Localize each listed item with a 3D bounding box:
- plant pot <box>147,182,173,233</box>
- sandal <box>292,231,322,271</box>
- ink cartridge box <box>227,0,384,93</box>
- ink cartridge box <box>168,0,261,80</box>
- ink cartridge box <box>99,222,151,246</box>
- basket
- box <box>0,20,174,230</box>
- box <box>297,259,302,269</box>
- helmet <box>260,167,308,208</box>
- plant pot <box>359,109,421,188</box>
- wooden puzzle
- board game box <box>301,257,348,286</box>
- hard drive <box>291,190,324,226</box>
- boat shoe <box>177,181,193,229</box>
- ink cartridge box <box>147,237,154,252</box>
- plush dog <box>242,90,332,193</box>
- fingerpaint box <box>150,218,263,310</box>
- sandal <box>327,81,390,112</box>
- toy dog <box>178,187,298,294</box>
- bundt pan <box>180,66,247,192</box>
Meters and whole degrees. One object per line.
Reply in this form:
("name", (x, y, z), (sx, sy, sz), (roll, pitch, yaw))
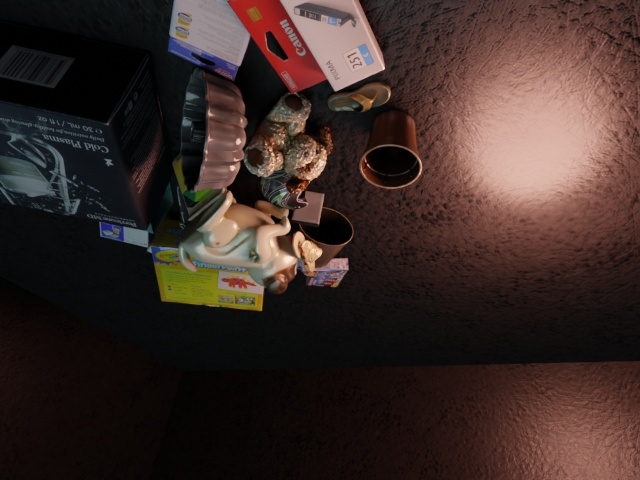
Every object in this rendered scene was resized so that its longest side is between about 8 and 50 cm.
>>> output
("plant pot", (-0.694, -0.164, 1.621), (0.234, 0.166, 0.166), (17, 146, 1))
("sandal", (-0.030, 0.042, 1.567), (0.079, 0.088, 0.240), (3, 152, 15))
("ink cartridge box", (-0.025, -0.468, 1.018), (0.261, 0.066, 0.296), (-17, 146, 22))
("ink cartridge box", (-0.242, -0.540, 1.031), (0.185, 0.065, 0.311), (19, 143, -15))
("ink cartridge box", (-0.822, -0.077, 1.867), (0.206, 0.045, 0.208), (15, 133, -8))
("basket", (0.000, 0.000, 1.691), (0.204, 0.154, 0.227), (20, 150, -1))
("box", (-0.735, -0.312, 1.297), (0.479, 0.298, 0.472), (11, 148, -2))
("box", (-0.087, 0.082, 1.938), (0.093, 0.027, 0.137), (14, 146, -4))
("helmet", (-0.111, -0.184, 1.433), (0.169, 0.170, 0.161), (-4, 160, 21))
("plant pot", (0.199, -0.261, 1.233), (0.166, 0.165, 0.167), (7, 145, 5))
("wooden puzzle", (-0.404, -0.208, 1.421), (0.044, 0.239, 0.220), (-6, 165, -46))
("board game box", (0.002, 0.137, 1.936), (0.194, 0.060, 0.194), (6, 150, -13))
("hard drive", (-0.043, -0.112, 1.542), (0.094, 0.135, 0.022), (9, 146, 1))
("boat shoe", (-0.469, -0.076, 1.636), (0.104, 0.113, 0.307), (2, 113, 25))
("ink cartridge box", (-0.583, 0.071, 2.020), (0.370, 0.069, 0.175), (30, 141, -23))
("plush dog", (-0.087, -0.263, 1.293), (0.225, 0.263, 0.210), (35, 173, -18))
("fingerpaint box", (-0.451, 0.111, 1.877), (0.444, 0.163, 0.371), (6, 137, -5))
("sandal", (0.102, -0.375, 1.195), (0.180, 0.049, 0.072), (-5, 144, 21))
("toy dog", (-0.250, 0.022, 1.539), (0.407, 0.284, 0.395), (34, 98, -26))
("bundt pan", (-0.291, -0.291, 1.211), (0.124, 0.331, 0.331), (0, 153, -28))
